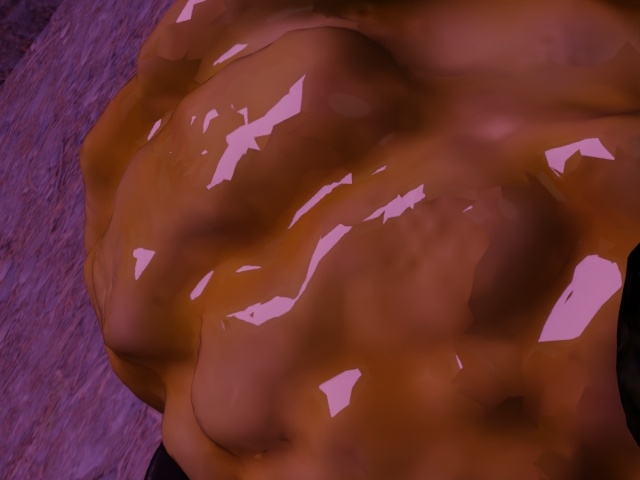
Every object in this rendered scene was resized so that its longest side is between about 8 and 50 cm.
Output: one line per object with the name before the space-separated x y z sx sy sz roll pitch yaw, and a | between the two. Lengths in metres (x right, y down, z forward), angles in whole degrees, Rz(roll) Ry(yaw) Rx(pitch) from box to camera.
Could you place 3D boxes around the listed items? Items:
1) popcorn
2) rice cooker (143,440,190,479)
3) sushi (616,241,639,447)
popcorn | 0.102 -0.025 0.638 0.381 0.349 0.349 -50 20 9
rice cooker | -0.001 0.192 0.797 0.227 0.241 0.280 -50 19 30
sushi | 0.238 0.003 0.385 0.352 0.294 0.178 -53 24 17
